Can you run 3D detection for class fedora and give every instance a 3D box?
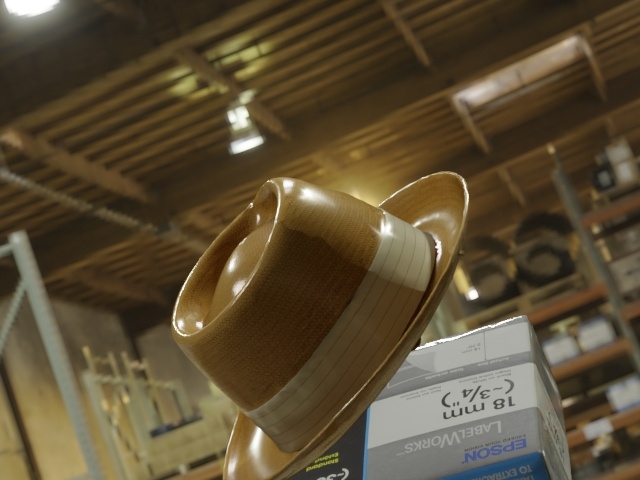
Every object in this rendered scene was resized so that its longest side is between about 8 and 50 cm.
[{"bbox_3d":[-0.012,0.025,0.640,0.194,0.079,0.194,-49,13,15],"label":"fedora"}]

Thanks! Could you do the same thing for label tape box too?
[{"bbox_3d":[0.094,0.219,1.214,0.241,0.106,0.333,-17,25,13],"label":"label tape box"}]
